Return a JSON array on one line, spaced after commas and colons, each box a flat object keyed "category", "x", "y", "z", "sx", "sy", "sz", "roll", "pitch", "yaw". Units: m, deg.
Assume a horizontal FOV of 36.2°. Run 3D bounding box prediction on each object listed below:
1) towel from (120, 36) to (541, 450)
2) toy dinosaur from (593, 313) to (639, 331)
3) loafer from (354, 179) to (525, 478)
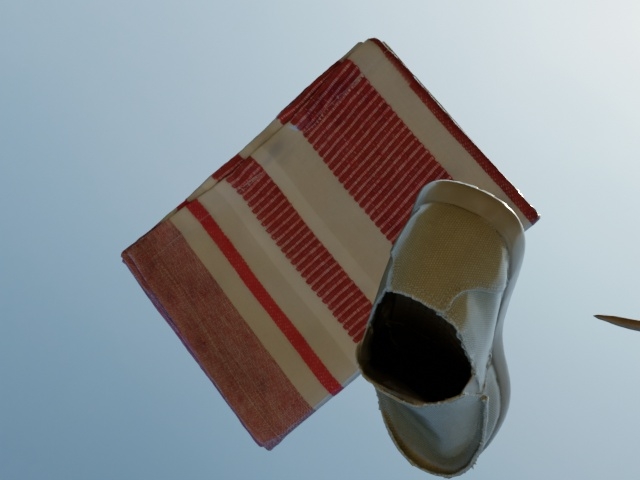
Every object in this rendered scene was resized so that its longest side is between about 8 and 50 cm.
[{"category": "towel", "x": 0.000, "y": 0.000, "z": 0.901, "sx": 0.237, "sy": 0.329, "sz": 0.037, "roll": 51, "pitch": -172, "yaw": 12}, {"category": "toy dinosaur", "x": 0.228, "y": 0.006, "z": 0.380, "sx": 0.211, "sy": 0.064, "sz": 0.112, "roll": -34, "pitch": -158, "yaw": -17}, {"category": "loafer", "x": 0.069, "y": 0.079, "z": 0.653, "sx": 0.102, "sy": 0.268, "sz": 0.092, "roll": 25, "pitch": -129, "yaw": 27}]
